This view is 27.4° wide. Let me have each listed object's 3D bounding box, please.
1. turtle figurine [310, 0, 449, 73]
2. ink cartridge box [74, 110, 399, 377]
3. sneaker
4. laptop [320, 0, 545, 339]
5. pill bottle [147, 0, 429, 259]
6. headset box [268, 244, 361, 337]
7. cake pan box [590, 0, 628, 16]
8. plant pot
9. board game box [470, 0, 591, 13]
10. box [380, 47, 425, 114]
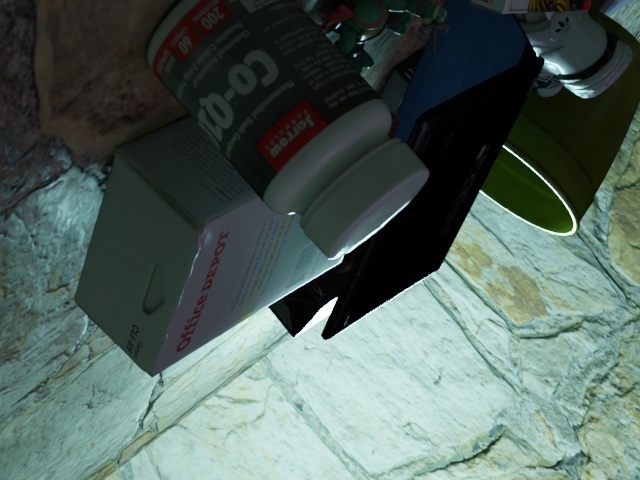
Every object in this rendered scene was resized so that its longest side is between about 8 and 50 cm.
[{"bbox_3d":[0.067,-0.262,1.623,0.175,0.118,0.234,-28,-174,3],"label":"turtle figurine"},{"bbox_3d":[-0.107,-0.037,1.690,0.385,0.160,0.279,-31,154,-44],"label":"ink cartridge box"},{"bbox_3d":[0.380,-0.356,2.230,0.137,0.210,0.366,-47,-166,1],"label":"sneaker"},{"bbox_3d":[0.109,-0.140,1.756,0.408,0.236,0.382,-30,152,-43],"label":"laptop"},{"bbox_3d":[-0.031,-0.130,1.336,0.161,0.283,0.161,-39,170,-8],"label":"pill bottle"},{"bbox_3d":[0.000,0.000,2.226,0.293,0.218,0.110,-29,165,-45],"label":"headset box"},{"bbox_3d":[0.620,-0.539,2.624,0.246,0.070,0.267,-33,168,-25],"label":"cake pan box"},{"bbox_3d":[0.453,-0.259,2.551,0.353,0.366,0.366,-51,172,-8],"label":"plant pot"},{"bbox_3d":[0.272,-0.405,1.450,0.193,0.053,0.305,-14,123,-48],"label":"board game box"},{"bbox_3d":[0.186,-0.200,2.199,0.142,0.163,0.247,-38,170,-25],"label":"box"}]
